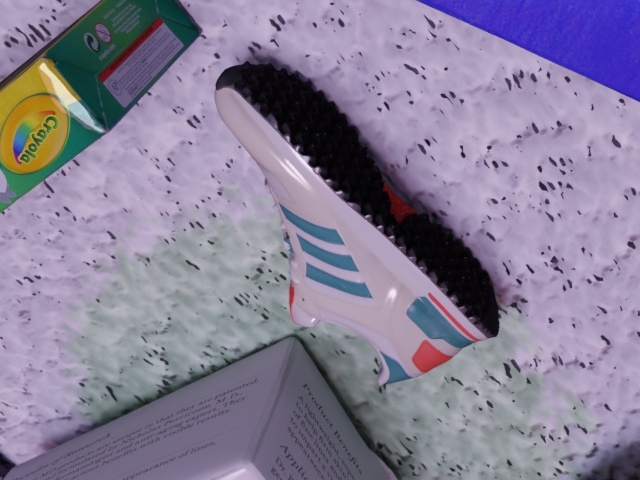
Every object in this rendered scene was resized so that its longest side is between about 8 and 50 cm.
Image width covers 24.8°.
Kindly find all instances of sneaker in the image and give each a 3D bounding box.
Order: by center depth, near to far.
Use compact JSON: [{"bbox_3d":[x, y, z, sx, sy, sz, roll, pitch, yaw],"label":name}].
[{"bbox_3d":[0.000,0.000,0.620,0.075,0.057,0.161,-38,106,27],"label":"sneaker"}]

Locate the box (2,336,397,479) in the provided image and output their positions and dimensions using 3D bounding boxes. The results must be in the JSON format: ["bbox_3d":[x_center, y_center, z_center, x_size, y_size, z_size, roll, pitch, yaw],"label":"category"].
[{"bbox_3d":[-0.050,0.174,0.684,0.182,0.119,0.181,-26,105,20],"label":"box"}]

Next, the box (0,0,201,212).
[{"bbox_3d":[-0.140,-0.037,0.615,0.179,0.105,0.043,-30,106,31],"label":"box"}]

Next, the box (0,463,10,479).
[{"bbox_3d":[-0.174,0.186,0.754,0.162,0.116,0.029,42,142,-8],"label":"box"}]

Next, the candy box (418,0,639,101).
[{"bbox_3d":[0.107,-0.189,0.432,0.317,0.122,0.268,24,124,1],"label":"candy box"}]
